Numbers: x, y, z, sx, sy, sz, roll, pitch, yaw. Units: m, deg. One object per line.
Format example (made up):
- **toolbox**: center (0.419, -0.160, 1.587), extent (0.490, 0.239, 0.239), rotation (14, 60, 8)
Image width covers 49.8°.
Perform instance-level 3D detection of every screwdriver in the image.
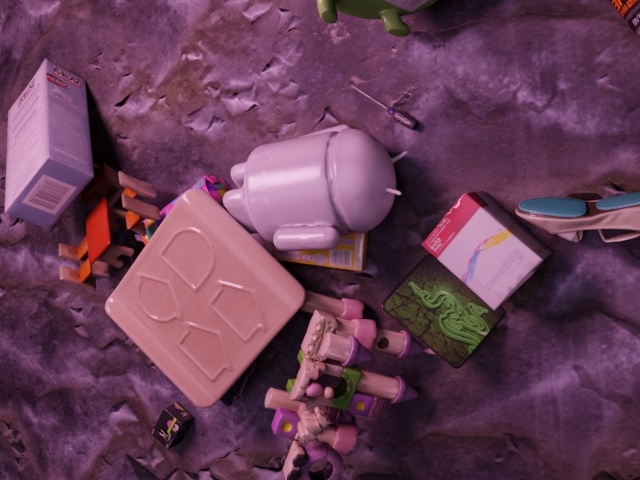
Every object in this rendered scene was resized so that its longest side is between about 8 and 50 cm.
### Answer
- **screwdriver**: center (0.124, -0.267, 1.364), extent (0.170, 0.025, 0.024), rotation (40, 111, 27)

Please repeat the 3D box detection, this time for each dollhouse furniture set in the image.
- **dollhouse furniture set**: center (-0.506, -0.060, 1.565), extent (0.262, 0.135, 0.259), rotation (-43, 44, 23)

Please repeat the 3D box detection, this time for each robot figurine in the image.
- **robot figurine**: center (-0.007, -0.102, 1.330), extent (0.353, 0.200, 0.300), rotation (-8, 54, 21)

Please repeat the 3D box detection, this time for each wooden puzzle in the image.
- **wooden puzzle**: center (-0.234, 0.118, 1.405), extent (0.322, 0.080, 0.348), rotation (44, 110, 7)

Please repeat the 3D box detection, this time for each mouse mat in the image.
- **mouse mat**: center (0.231, 0.130, 1.303), extent (0.189, 0.007, 0.152), rotation (39, 74, 17)

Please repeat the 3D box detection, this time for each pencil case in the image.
- **pencil case**: center (-0.306, -0.056, 1.549), extent (0.236, 0.104, 0.104), rotation (-30, 82, 24)

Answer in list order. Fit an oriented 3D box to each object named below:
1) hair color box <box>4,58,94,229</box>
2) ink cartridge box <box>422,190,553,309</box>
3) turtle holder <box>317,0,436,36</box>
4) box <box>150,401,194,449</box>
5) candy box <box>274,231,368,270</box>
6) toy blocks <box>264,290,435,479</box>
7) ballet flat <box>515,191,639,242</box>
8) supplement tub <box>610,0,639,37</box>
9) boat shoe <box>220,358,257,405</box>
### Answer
- **hair color box**: center (-0.627, -0.228, 1.586), extent (0.185, 0.113, 0.374), rotation (-42, 45, 23)
- **ink cartridge box**: center (0.302, 0.015, 1.237), extent (0.176, 0.128, 0.127), rotation (44, 112, 17)
- **turtle holder**: center (0.070, -0.503, 1.151), extent (0.320, 0.243, 0.227), rotation (-2, 73, -10)
- **box**: center (-0.352, 0.441, 1.644), extent (0.062, 0.052, 0.083), rotation (35, 110, 19)
- **candy box**: center (0.000, 0.000, 1.440), extent (0.206, 0.027, 0.105), rotation (7, 93, 26)
- **toy blocks**: center (0.071, 0.288, 1.309), extent (0.260, 0.309, 0.289), rotation (19, 98, -15)
- **ballet flat**: center (0.465, -0.033, 1.185), extent (0.248, 0.086, 0.086), rotation (-3, 94, 26)
- **supplement tub**: center (0.522, -0.404, 1.094), extent (0.117, 0.117, 0.190), rotation (-37, 78, 24)
- **boat shoe**: center (-0.194, 0.200, 1.516), extent (0.158, 0.127, 0.340), rotation (27, 114, 15)
